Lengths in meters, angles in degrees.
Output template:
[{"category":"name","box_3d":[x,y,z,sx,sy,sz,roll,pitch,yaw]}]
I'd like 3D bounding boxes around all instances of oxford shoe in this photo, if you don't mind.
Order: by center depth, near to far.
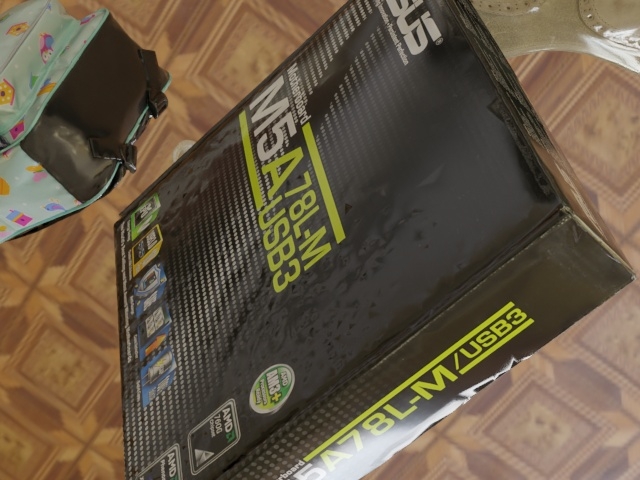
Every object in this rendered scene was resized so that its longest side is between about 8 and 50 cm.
[{"category":"oxford shoe","box_3d":[0.082,-0.181,0.773,0.348,0.123,0.130,13,124,10]}]

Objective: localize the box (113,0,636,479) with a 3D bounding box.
[{"category":"box","box_3d":[0.000,0.000,0.425,0.184,0.190,0.045,-41,125,21]}]

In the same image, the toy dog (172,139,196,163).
[{"category":"toy dog","box_3d":[-0.016,-0.019,1.161,0.220,0.333,0.161,25,122,-30]}]

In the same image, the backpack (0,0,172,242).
[{"category":"backpack","box_3d":[-0.232,-0.087,0.886,0.144,0.166,0.188,39,134,-24]}]
